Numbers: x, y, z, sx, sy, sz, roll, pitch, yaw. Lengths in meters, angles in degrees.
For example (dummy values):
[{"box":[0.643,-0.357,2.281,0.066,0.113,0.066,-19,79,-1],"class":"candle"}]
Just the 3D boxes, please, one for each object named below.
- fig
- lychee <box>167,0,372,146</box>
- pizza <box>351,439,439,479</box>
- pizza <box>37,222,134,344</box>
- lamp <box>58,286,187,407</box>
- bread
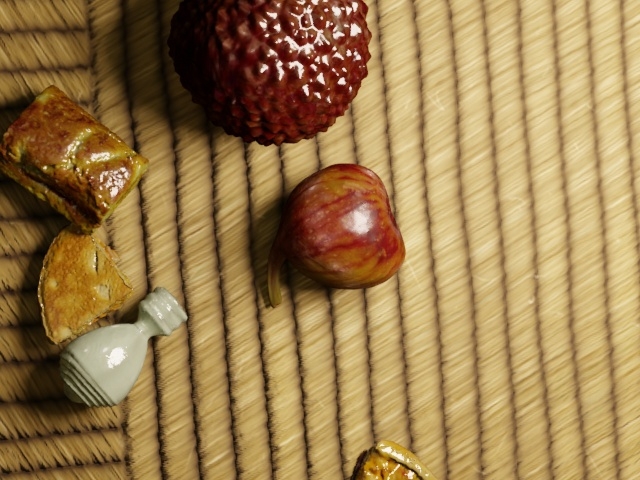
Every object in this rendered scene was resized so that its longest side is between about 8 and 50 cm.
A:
[{"box":[0.001,-0.007,1.618,0.207,0.175,0.175,-14,94,14],"class":"fig"},{"box":[-0.066,-0.266,1.547,0.264,0.264,0.300,-28,114,-4],"class":"lychee"},{"box":[0.124,0.424,1.676,0.161,0.085,0.305,-21,93,-3],"class":"pizza"},{"box":[-0.315,0.063,1.627,0.134,0.046,0.175,19,87,9],"class":"pizza"},{"box":[-0.265,0.145,1.624,0.193,0.106,0.106,-41,95,-13],"class":"lamp"},{"box":[-0.328,-0.108,1.597,0.172,0.103,0.132,37,59,-4],"class":"bread"}]
